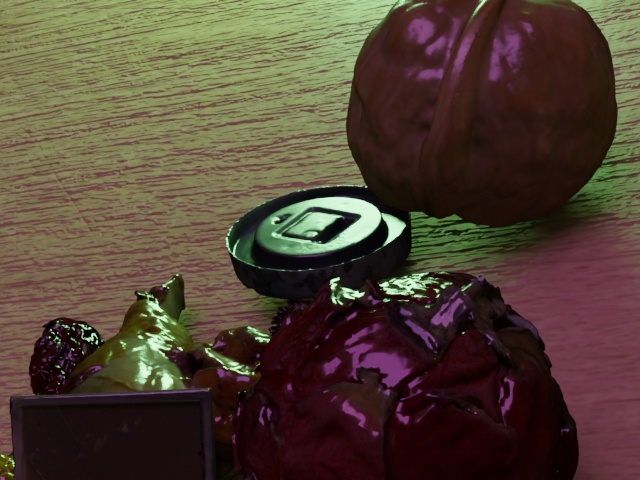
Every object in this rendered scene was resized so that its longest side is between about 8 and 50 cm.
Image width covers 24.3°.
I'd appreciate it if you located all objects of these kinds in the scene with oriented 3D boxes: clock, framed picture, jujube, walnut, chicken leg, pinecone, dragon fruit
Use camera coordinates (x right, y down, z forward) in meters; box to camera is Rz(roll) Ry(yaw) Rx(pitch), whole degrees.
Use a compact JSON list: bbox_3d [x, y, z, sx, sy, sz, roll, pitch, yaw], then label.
[{"bbox_3d":[0.000,0.000,1.709,0.215,0.042,0.215,-8,27,4],"label":"clock"},{"bbox_3d":[-0.192,0.281,1.401,0.208,0.019,0.281,-2,89,13],"label":"framed picture"},{"bbox_3d":[-0.287,0.165,1.701,0.104,0.104,0.166,-16,49,13],"label":"jujube"},{"bbox_3d":[0.180,-0.157,1.641,0.296,0.285,0.285,15,51,13],"label":"walnut"},{"bbox_3d":[-0.144,0.153,1.592,0.295,0.182,0.409,-22,25,12],"label":"chicken leg"},{"bbox_3d":[-0.023,0.106,1.635,0.083,0.077,0.077,-58,38,13],"label":"pinecone"},{"bbox_3d":[0.072,0.188,1.304,0.329,0.329,0.329,-16,40,14],"label":"dragon fruit"}]

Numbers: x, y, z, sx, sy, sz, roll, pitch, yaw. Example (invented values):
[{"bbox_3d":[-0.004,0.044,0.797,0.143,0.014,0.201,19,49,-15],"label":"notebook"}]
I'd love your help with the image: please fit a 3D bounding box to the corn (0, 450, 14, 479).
[{"bbox_3d":[-0.385,0.366,1.511,0.120,0.120,0.363,1,47,31],"label":"corn"}]
